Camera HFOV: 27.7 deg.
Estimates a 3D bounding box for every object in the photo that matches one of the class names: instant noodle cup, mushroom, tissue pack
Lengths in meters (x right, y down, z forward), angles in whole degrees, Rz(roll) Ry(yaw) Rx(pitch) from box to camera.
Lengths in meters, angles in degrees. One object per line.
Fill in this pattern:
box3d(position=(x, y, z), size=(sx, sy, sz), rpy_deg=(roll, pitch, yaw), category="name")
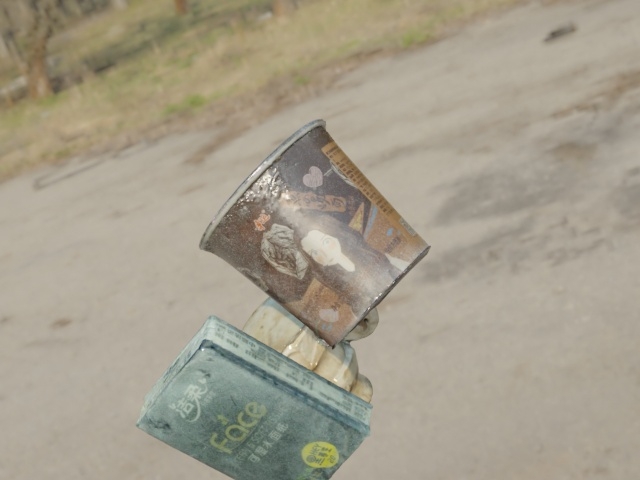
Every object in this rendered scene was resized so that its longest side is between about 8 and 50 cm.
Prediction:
box3d(position=(0.000, 0.000, 1.544), size=(0.217, 0.207, 0.217), rpy_deg=(-47, -5, -5), category="instant noodle cup")
box3d(position=(-0.030, 0.176, 1.970), size=(0.189, 0.195, 0.253), rpy_deg=(15, 66, 51), category="mushroom")
box3d(position=(-0.087, 0.230, 1.708), size=(0.185, 0.257, 0.081), rpy_deg=(-51, 17, 30), category="tissue pack")
